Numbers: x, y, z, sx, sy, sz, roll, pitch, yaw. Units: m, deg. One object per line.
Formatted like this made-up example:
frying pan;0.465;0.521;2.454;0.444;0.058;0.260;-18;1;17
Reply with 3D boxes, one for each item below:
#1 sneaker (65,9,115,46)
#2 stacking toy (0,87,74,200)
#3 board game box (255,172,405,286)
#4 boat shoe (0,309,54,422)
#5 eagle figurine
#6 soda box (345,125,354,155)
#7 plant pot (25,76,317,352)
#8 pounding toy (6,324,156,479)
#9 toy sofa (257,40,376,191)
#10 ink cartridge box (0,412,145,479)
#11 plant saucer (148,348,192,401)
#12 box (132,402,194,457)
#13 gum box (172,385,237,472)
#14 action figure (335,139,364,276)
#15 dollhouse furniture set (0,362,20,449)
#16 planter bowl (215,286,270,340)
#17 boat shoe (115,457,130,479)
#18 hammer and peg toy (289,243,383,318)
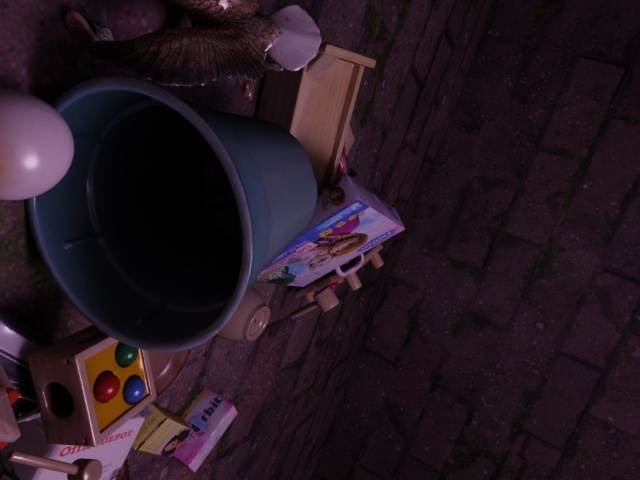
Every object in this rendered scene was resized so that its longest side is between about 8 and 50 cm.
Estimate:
sneaker;-0.293;-0.269;0.564;0.083;0.032;0.037;63;40;-68
stacking toy;-0.379;-0.049;0.306;0.480;0.350;0.350;-59;163;-62
board game box;0.000;0.000;0.979;0.319;0.066;0.318;-31;160;20
boat shoe;-0.421;0.205;0.631;0.105;0.113;0.306;-48;150;-23
eagle figurine;-0.163;-0.304;0.610;0.225;0.226;0.298;-51;165;12
soda box;0.044;-0.317;1.237;0.061;0.058;0.181;-62;157;-10
plant pot;-0.179;-0.059;0.676;0.334;0.341;0.341;-37;145;-65
pounding toy;-0.313;0.238;0.595;0.181;0.094;0.206;-33;116;-71
toy sofa;-0.034;-0.237;0.932;0.150;0.177;0.362;-6;118;-44
ink cartridge box;-0.460;0.412;0.741;0.273;0.115;0.198;-65;158;-3
plant saucer;-0.357;0.259;0.929;0.198;0.036;0.198;-49;152;-38
box;-0.369;0.441;1.003;0.087;0.058;0.232;-47;159;-21
gum box;-0.323;0.500;1.149;0.188;0.107;0.062;-52;154;-32
action figure;0.013;-0.089;1.144;0.248;0.276;0.370;-31;154;-46
dollhouse furniture set;-0.452;0.236;0.437;0.259;0.135;0.262;-45;146;-7
planter bowl;-0.200;0.192;1.121;0.162;0.109;0.162;-48;151;-38
boat shoe;-0.446;0.484;0.922;0.073;0.073;0.207;-101;-160;-55
hammer and peg toy;0.029;0.115;1.414;0.266;0.127;0.361;-27;-176;37
